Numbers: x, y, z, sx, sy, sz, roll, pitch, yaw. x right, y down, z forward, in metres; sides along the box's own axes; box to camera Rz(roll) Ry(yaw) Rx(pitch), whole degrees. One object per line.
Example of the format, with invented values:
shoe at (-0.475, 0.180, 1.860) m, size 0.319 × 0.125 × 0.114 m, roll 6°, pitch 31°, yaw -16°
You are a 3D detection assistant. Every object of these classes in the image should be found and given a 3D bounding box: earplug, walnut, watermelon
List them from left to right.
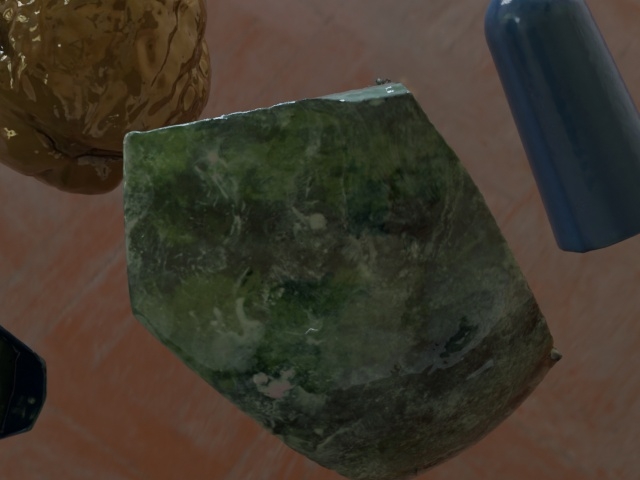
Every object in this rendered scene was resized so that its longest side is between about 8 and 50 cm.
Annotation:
walnut at (-0.206, -0.174, 1.580) m, size 0.257 × 0.224 × 0.257 m, roll 21°, pitch 48°, yaw -25°
watermelon at (0.000, 0.000, 1.284) m, size 0.228 × 0.387 × 0.258 m, roll -39°, pitch 38°, yaw 5°
earplug at (0.248, -0.137, 1.810) m, size 0.132 × 0.132 × 0.273 m, roll -31°, pitch 104°, yaw -29°

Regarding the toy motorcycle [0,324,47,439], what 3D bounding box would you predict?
toy motorcycle at (-0.340, 0.101, 1.461) m, size 0.200 × 0.326 × 0.191 m, roll 6°, pitch 80°, yaw 23°
